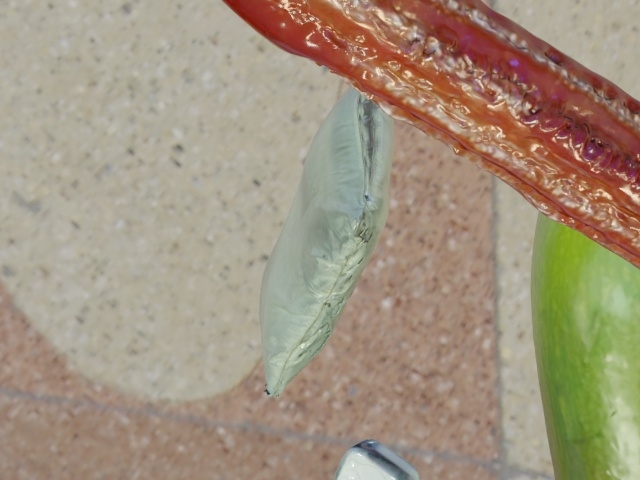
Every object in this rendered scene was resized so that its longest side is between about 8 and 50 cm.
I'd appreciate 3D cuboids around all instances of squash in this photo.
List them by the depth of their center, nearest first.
[{"bbox_3d":[0.239,0.088,0.929,0.210,0.233,0.309,-8,99,-12],"label":"squash"}]

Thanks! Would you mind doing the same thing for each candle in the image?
[{"bbox_3d":[0.106,-0.016,0.466,0.329,0.051,0.048,31,143,-18],"label":"candle"}]

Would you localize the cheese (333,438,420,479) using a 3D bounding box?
[{"bbox_3d":[0.008,0.198,0.901,0.127,0.050,0.235,34,135,17],"label":"cheese"}]

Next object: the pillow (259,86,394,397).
[{"bbox_3d":[0.000,0.000,0.940,0.051,0.128,0.229,13,145,-9],"label":"pillow"}]
